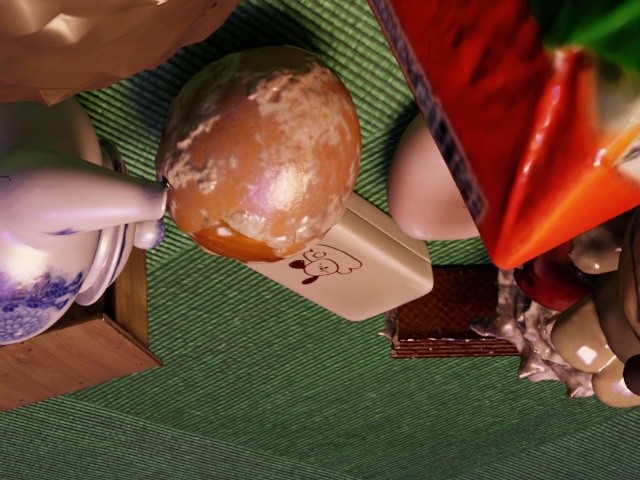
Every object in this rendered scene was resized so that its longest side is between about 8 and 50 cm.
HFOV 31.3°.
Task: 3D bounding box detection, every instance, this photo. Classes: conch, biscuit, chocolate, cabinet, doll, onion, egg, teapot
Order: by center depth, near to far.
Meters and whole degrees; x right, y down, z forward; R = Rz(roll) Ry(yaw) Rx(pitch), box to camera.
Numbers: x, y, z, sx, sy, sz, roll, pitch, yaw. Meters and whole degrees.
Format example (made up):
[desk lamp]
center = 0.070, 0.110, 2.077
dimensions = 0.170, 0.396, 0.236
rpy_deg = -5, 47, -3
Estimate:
[chocolate]
center = 0.165, -0.222, 0.740
dimensions = 0.161, 0.360, 0.341
rpy_deg = -11, 153, -25
[doll]
center = 0.363, -0.017, 0.914
dimensions = 0.252, 0.378, 0.382
rpy_deg = 32, 165, -4
[teapot]
center = -0.272, -0.028, 1.049
dimensions = 0.280, 0.252, 0.424
rpy_deg = 8, 172, -32
[egg]
center = -0.056, -0.079, 1.068
dimensions = 0.195, 0.195, 0.233
rpy_deg = 10, 147, -26
[onion]
center = 0.281, -0.042, 1.157
dimensions = 0.161, 0.248, 0.248
rpy_deg = 7, 147, -13
[cabinet]
center = -0.299, 0.067, 1.274
dimensions = 0.215, 0.175, 0.148
rpy_deg = -17, 148, 15
[conch]
center = 0.323, 0.059, 1.338
dimensions = 0.313, 0.241, 0.186
rpy_deg = -35, 155, 18
[biscuit]
center = 0.196, 0.094, 1.490
dimensions = 0.252, 0.106, 0.070
rpy_deg = 0, 153, -11

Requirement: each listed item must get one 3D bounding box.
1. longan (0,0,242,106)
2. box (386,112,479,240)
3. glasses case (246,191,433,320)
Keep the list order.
[longan]
center = -0.162, -0.247, 0.576
dimensions = 0.391, 0.391, 0.391
rpy_deg = -5, 149, -3
[box]
center = 0.146, -0.072, 1.218
dimensions = 0.146, 0.088, 0.200
rpy_deg = -2, 148, -11
[glasses case]
center = 0.000, 0.000, 1.326
dimensions = 0.131, 0.070, 0.313
rpy_deg = -25, 145, 27
